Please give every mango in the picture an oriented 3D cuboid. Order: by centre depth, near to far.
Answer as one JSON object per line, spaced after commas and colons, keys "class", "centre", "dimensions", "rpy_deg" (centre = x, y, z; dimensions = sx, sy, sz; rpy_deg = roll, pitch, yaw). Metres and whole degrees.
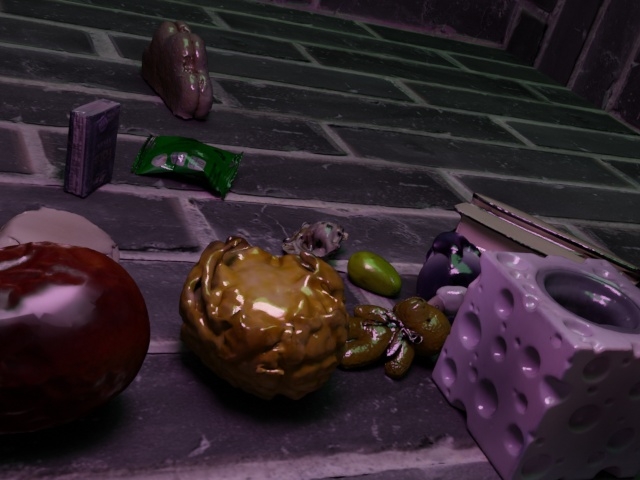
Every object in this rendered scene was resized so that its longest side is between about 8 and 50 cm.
{"class": "mango", "centre": [0.099, 0.060, 1.539], "dimensions": [0.108, 0.056, 0.073], "rpy_deg": [38, 34, 14]}

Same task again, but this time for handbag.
{"class": "handbag", "centre": [0.423, 0.046, 1.655], "dimensions": [0.359, 0.160, 0.237], "rpy_deg": [29, 20, 22]}

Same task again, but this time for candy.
{"class": "candy", "centre": [-0.266, -0.163, 1.729], "dimensions": [0.203, 0.078, 0.141], "rpy_deg": [13, 25, 2]}

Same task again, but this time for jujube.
{"class": "jujube", "centre": [-0.355, 0.112, 0.976], "dimensions": [0.318, 0.223, 0.223], "rpy_deg": [-8, 35, -35]}

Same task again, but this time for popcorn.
{"class": "popcorn", "centre": [-0.069, 0.107, 1.184], "dimensions": [0.250, 0.190, 0.250], "rpy_deg": [20, 27, -11]}

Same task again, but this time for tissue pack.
{"class": "tissue pack", "centre": [-0.411, -0.168, 1.551], "dimensions": [0.051, 0.156, 0.112], "rpy_deg": [18, 25, 10]}

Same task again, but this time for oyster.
{"class": "oyster", "centre": [0.002, -0.002, 1.600], "dimensions": [0.108, 0.053, 0.165], "rpy_deg": [-1, 26, 24]}

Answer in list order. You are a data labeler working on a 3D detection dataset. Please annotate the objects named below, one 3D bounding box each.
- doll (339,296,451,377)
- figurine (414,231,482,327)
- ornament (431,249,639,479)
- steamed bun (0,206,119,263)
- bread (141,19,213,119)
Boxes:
{"class": "doll", "centre": [0.111, 0.139, 1.333], "dimensions": [0.210, 0.097, 0.137], "rpy_deg": [-11, 47, -30]}
{"class": "figurine", "centre": [0.227, 0.075, 1.499], "dimensions": [0.145, 0.145, 0.222], "rpy_deg": [18, 27, 0]}
{"class": "ornament", "centre": [0.346, 0.178, 1.243], "dimensions": [0.240, 0.239, 0.239], "rpy_deg": [5, 29, -25]}
{"class": "steamed bun", "centre": [-0.378, 0.035, 1.225], "dimensions": [0.183, 0.106, 0.183], "rpy_deg": [18, 24, -8]}
{"class": "bread", "centre": [-0.347, -0.429, 2.093], "dimensions": [0.102, 0.183, 0.337], "rpy_deg": [-7, 33, -28]}
